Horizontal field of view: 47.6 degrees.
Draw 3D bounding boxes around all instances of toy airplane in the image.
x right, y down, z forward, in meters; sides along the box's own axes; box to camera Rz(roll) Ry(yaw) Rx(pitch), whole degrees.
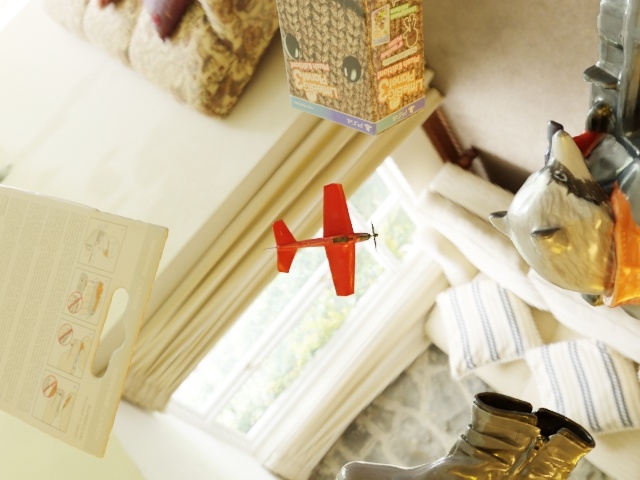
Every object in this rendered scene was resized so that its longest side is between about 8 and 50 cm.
[{"bbox_3d":[0.000,0.000,0.931,0.151,0.151,0.028,41,179,-1],"label":"toy airplane"}]

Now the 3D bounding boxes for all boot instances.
[{"bbox_3d":[0.201,0.313,1.052,0.338,0.222,0.118,10,-159,-4],"label":"boot"}]

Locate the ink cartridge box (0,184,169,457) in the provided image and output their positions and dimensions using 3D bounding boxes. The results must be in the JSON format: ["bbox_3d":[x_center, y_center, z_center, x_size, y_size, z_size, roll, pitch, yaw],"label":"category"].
[{"bbox_3d":[-0.370,0.098,1.038,0.385,0.308,0.091,13,175,32],"label":"ink cartridge box"}]

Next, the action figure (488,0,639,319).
[{"bbox_3d":[0.262,-0.067,0.421,0.178,0.330,0.341,-106,-4,-51],"label":"action figure"}]

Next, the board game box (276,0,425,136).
[{"bbox_3d":[0.053,-0.370,1.306,0.232,0.141,0.291,26,137,40],"label":"board game box"}]
